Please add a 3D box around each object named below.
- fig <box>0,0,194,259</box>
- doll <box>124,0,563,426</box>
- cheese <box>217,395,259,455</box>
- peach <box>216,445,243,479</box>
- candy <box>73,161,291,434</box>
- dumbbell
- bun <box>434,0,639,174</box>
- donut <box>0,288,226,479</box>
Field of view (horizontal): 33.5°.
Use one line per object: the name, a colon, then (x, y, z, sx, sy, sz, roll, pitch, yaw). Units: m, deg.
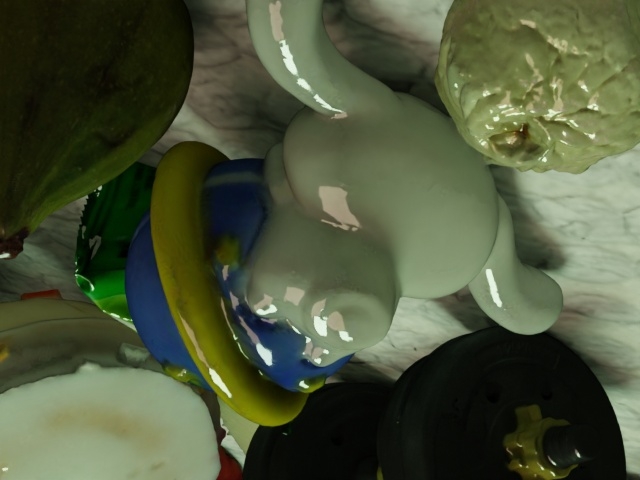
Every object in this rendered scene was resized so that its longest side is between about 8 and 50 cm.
fig: (-0.153, -0.083, 0.572, 0.126, 0.185, 0.133, 22, 157, 33)
doll: (-0.015, -0.009, 0.597, 0.242, 0.160, 0.311, -4, 134, 23)
cheese: (-0.085, 0.138, 1.039, 0.085, 0.034, 0.400, 12, 149, 22)
peach: (-0.189, 0.310, 1.321, 0.190, 0.192, 0.190, 46, -177, -3)
candy: (-0.084, 0.031, 0.759, 0.203, 0.141, 0.078, 39, 136, -24)
dumbbell: (0.077, 0.183, 0.837, 0.185, 0.185, 0.388, 33, 150, -16)
bun: (0.105, -0.075, 0.500, 0.115, 0.069, 0.115, 14, 147, 9)
donut: (-0.263, 0.209, 0.932, 0.142, 0.382, 0.383, 44, 169, 41)
